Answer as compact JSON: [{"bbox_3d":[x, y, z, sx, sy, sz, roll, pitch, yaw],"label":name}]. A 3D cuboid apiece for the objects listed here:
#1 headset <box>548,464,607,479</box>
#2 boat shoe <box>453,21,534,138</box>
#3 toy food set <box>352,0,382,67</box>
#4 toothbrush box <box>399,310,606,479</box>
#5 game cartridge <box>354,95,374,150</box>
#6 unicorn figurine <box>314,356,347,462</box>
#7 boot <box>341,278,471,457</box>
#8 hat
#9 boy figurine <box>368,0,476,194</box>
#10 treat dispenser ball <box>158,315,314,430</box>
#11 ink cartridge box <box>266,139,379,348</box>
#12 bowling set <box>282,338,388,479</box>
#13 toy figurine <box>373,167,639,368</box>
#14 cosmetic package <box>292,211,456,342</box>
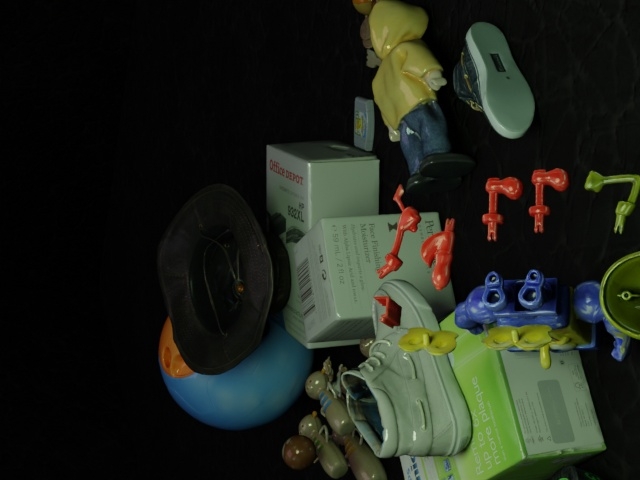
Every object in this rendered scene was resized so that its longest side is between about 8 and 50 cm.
[{"bbox_3d":[0.205,0.430,1.460,0.243,0.185,0.394,-66,-3,-72],"label":"headset"},{"bbox_3d":[0.215,-0.181,1.605,0.083,0.065,0.183,109,157,-50],"label":"boat shoe"},{"bbox_3d":[0.083,-0.354,1.962,0.132,0.038,0.192,-142,51,-64],"label":"toy food set"},{"bbox_3d":[0.203,0.206,1.588,0.283,0.122,0.206,131,132,-57],"label":"toothbrush box"},{"bbox_3d":[0.070,-0.188,2.066,0.056,0.017,0.083,-153,61,-63],"label":"game cartridge"},{"bbox_3d":[0.029,0.292,2.231,0.111,0.060,0.162,108,167,-47],"label":"unicorn figurine"},{"bbox_3d":[0.082,0.149,1.554,0.258,0.123,0.095,-113,33,-41],"label":"boot"},{"bbox_3d":[-0.135,0.061,2.129,0.331,0.134,0.331,6,98,51],"label":"hat"},{"bbox_3d":[0.128,-0.205,1.792,0.177,0.092,0.285,120,142,-58],"label":"boy figurine"},{"bbox_3d":[-0.155,0.205,2.368,0.288,0.288,0.288,176,90,-70],"label":"treat dispenser ball"},{"bbox_3d":[0.000,0.000,2.129,0.223,0.129,0.307,-149,58,-67],"label":"ink cartridge box"},{"bbox_3d":[0.016,0.274,2.041,0.154,0.200,0.287,53,139,46],"label":"bowling set"},{"bbox_3d":[0.263,0.048,1.381,0.217,0.362,0.191,38,-129,-60],"label":"toy figurine"},{"bbox_3d":[0.075,0.055,1.852,0.151,0.183,0.151,135,128,-65],"label":"cosmetic package"}]
